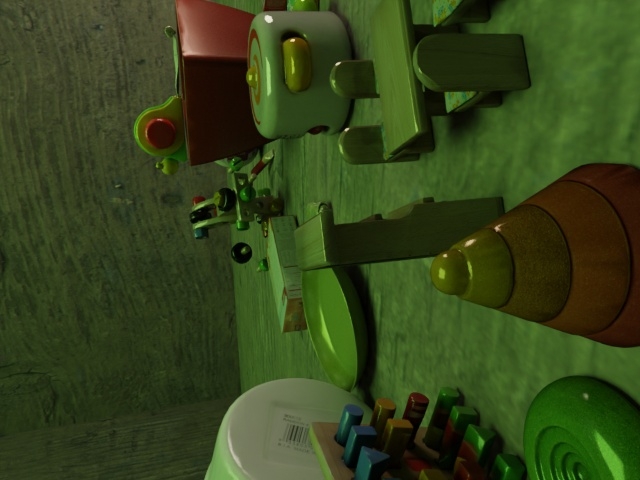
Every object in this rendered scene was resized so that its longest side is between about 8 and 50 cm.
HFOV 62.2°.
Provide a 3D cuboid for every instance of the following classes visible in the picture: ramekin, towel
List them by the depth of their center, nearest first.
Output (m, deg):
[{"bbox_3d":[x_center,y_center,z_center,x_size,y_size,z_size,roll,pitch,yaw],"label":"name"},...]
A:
[{"bbox_3d":[-0.028,0.328,0.770,0.277,0.277,0.135,-120,35,-58],"label":"ramekin"},{"bbox_3d":[0.000,0.000,1.004,0.110,0.027,0.148,-165,69,-76],"label":"towel"}]

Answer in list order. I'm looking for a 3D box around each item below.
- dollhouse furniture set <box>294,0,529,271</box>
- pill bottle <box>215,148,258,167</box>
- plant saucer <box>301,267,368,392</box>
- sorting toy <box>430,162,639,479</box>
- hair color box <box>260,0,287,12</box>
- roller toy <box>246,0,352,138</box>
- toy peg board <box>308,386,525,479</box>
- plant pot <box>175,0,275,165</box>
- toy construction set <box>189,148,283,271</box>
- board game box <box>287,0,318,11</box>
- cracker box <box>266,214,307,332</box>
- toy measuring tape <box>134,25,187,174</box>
[{"bbox_3d":[0.055,-0.102,0.480,0.212,0.161,0.242,155,109,-75],"label":"dollhouse furniture set"},{"bbox_3d":[-0.257,-0.365,1.577,0.301,0.169,0.169,109,152,-60],"label":"pill bottle"},{"bbox_3d":[0.025,0.133,0.894,0.241,0.037,0.241,168,90,-72],"label":"plant saucer"},{"bbox_3d":[0.134,0.137,0.343,0.127,0.126,0.365,-159,65,-74],"label":"sorting toy"},{"bbox_3d":[-0.094,-0.562,1.101,0.167,0.053,0.093,120,143,-65],"label":"hair color box"},{"bbox_3d":[-0.042,-0.255,0.830,0.191,0.146,0.209,99,159,-46],"label":"roller toy"},{"bbox_3d":[0.091,0.200,0.496,0.161,0.160,0.079,-133,55,-67],"label":"toy peg board"},{"bbox_3d":[-0.187,-0.353,1.176,0.267,0.236,0.267,101,159,-48],"label":"plant pot"},{"bbox_3d":[-0.182,-0.119,1.406,0.237,0.257,0.309,-34,38,54],"label":"toy construction set"},{"bbox_3d":[-0.031,-0.479,0.935,0.124,0.039,0.259,-122,32,-58],"label":"board game box"},{"bbox_3d":[-0.076,0.078,1.248,0.156,0.067,0.232,103,158,-53],"label":"cracker box"},{"bbox_3d":[-0.373,-0.313,1.213,0.121,0.121,0.330,-132,40,-67],"label":"toy measuring tape"}]
